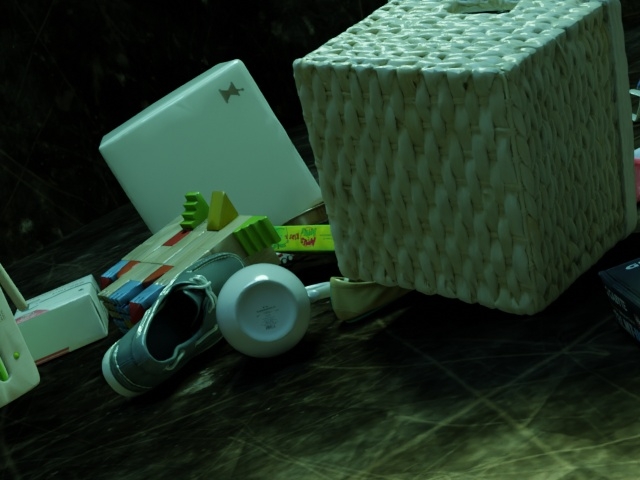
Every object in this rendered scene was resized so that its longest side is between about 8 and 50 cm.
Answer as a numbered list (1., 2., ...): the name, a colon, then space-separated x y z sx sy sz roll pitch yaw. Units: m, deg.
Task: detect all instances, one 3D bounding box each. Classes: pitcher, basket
1. pitcher: -0.055 0.087 1.537 0.178 0.125 0.207 -19 -1 -6
2. basket: 0.181 -0.116 1.389 0.328 0.331 0.266 10 34 39

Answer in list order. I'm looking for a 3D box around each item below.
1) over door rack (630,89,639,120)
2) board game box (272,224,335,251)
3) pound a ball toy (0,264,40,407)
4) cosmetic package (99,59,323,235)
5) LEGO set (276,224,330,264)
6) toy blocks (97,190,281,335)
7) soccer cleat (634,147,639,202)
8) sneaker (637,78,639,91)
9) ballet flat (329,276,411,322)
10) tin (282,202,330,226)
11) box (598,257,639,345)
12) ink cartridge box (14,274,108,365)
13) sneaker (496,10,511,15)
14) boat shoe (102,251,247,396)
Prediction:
1. over door rack: 0.411 -0.203 2.115 0.240 0.108 0.324 -31 28 -36
2. board game box: 0.000 0.000 1.872 0.181 0.043 0.092 -1 -5 40
3. pound a ball toy: -0.573 0.119 1.812 0.208 0.319 0.136 -9 17 47
4. cosmetic package: -0.236 -0.155 2.339 0.327 0.329 0.394 -33 11 -4
5. LEGO set: -0.002 -0.015 2.065 0.183 0.060 0.244 -21 9 10
6. toy blocks: -0.251 0.068 1.909 0.261 0.190 0.381 -39 20 -24
7. soccer cleat: 0.452 -0.098 1.580 0.248 0.083 0.095 -18 0 10
8. sneaker: 0.671 -0.298 2.112 0.087 0.083 0.221 -35 12 -23
9. ballet flat: 0.120 0.038 1.543 0.232 0.073 0.080 -24 12 -13
10. tin: 0.014 -0.051 2.185 0.190 0.040 0.106 -23 -2 -29
11. box: 0.430 0.035 0.997 0.296 0.073 0.293 -20 12 3
12. ink cartridge box: -0.484 0.147 2.107 0.159 0.092 0.218 -23 9 -7
13. sneaker: 0.339 -0.230 1.777 0.169 0.257 0.447 -20 26 2
14. boat shoe: -0.185 0.106 1.633 0.099 0.116 0.319 -38 4 43
